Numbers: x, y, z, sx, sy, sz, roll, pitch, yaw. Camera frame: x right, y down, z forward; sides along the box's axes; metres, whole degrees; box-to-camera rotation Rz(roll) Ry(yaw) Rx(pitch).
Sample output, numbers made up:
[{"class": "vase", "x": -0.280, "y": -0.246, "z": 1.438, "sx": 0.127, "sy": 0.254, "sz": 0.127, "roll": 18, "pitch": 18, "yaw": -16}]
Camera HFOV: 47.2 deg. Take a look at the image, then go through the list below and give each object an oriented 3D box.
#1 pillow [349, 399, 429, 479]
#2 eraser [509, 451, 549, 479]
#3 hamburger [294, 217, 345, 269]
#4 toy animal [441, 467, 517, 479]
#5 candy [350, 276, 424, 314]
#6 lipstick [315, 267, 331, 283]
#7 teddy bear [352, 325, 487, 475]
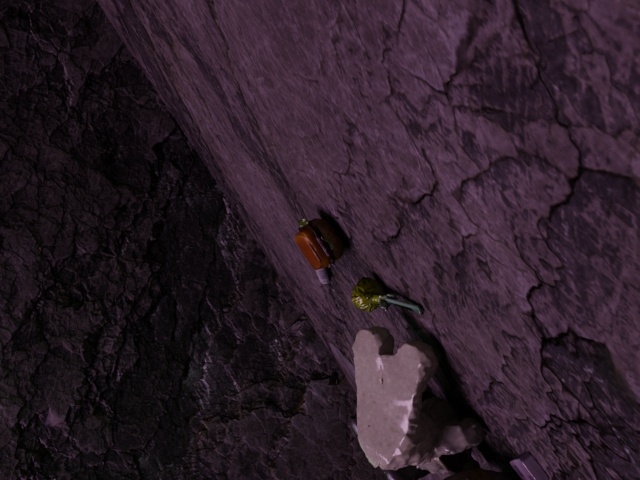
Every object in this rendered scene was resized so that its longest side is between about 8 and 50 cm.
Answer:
[{"class": "pillow", "x": 0.233, "y": 0.527, "z": 1.932, "sx": 0.228, "sy": 0.101, "sz": 0.326, "roll": 52, "pitch": -157, "yaw": 25}, {"class": "eraser", "x": 0.409, "y": 0.452, "z": 1.438, "sx": 0.065, "sy": 0.026, "sz": 0.105, "roll": 56, "pitch": 171, "yaw": 17}, {"class": "hamburger", "x": 0.000, "y": 0.000, "z": 1.749, "sx": 0.137, "sy": 0.087, "sz": 0.166, "roll": 57, "pitch": 169, "yaw": -5}, {"class": "toy animal", "x": 0.349, "y": 0.584, "z": 1.564, "sx": 0.226, "sy": 0.188, "sz": 0.358, "roll": 27, "pitch": 162, "yaw": -15}, {"class": "candy", "x": 0.146, "y": 0.131, "z": 1.575, "sx": 0.073, "sy": 0.077, "sz": 0.262, "roll": 56, "pitch": 162, "yaw": -19}, {"class": "lipstick", "x": 0.003, "y": 0.081, "z": 2.141, "sx": 0.040, "sy": 0.040, "sz": 0.141, "roll": 50, "pitch": 169, "yaw": 31}, {"class": "teddy bear", "x": 0.254, "y": 0.385, "z": 1.701, "sx": 0.327, "sy": 0.362, "sz": 0.375, "roll": 13, "pitch": 99, "yaw": 48}]
